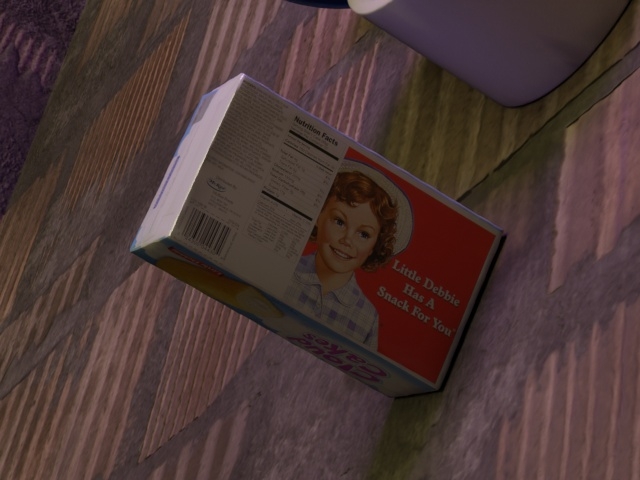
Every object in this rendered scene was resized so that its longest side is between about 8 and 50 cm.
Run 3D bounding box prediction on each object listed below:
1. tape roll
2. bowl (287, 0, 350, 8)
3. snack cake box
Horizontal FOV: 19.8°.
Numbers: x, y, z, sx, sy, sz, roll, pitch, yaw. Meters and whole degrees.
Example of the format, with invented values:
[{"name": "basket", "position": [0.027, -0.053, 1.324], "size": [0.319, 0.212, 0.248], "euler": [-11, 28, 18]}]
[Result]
[{"name": "tape roll", "position": [0.159, -0.263, 1.617], "size": [0.246, 0.169, 0.246], "euler": [-49, 22, 28]}, {"name": "bowl", "position": [0.062, -0.387, 1.718], "size": [0.391, 0.391, 0.077], "euler": [-48, 48, 31]}, {"name": "snack cake box", "position": [0.000, 0.000, 1.482], "size": [0.089, 0.264, 0.152], "euler": [-19, 44, 62]}]
